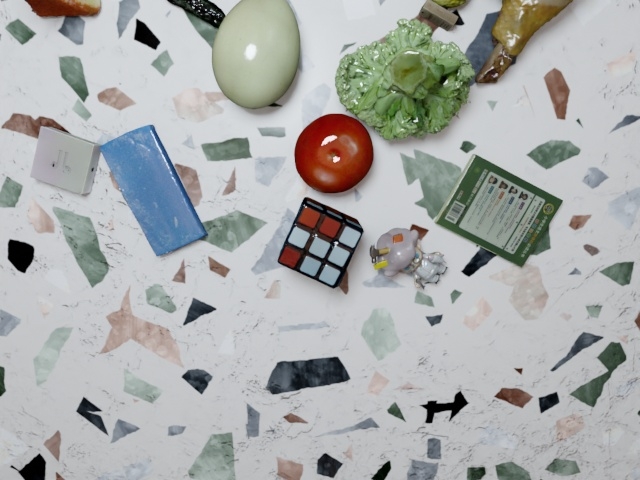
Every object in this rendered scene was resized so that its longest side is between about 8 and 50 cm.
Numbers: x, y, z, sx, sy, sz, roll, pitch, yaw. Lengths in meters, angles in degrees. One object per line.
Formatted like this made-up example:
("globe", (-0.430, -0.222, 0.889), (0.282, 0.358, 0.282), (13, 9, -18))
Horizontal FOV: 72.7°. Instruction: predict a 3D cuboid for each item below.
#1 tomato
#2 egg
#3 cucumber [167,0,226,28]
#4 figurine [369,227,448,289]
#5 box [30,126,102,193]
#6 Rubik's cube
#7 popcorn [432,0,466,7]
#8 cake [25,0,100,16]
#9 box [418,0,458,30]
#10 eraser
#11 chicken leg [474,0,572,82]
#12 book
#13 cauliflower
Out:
("tomato", (0.032, -0.206, 1.041), (0.196, 0.136, 0.194), (0, 103, -1))
("egg", (-0.139, -0.421, 0.968), (0.189, 0.188, 0.253), (20, 98, -4))
("cucumber", (-0.289, -0.551, 1.014), (0.182, 0.053, 0.053), (27, 100, -8))
("figurine", (0.222, 0.040, 1.113), (0.229, 0.112, 0.137), (26, 109, -19))
("box", (-0.631, -0.198, 1.082), (0.130, 0.051, 0.129), (19, 101, -4))
("Rubik's cube", (0.000, 0.000, 1.072), (0.163, 0.160, 0.162), (26, 100, -6))
("popcorn", (0.288, -0.590, 0.984), (0.107, 0.121, 0.115), (-11, 62, 33))
("cake", (-0.563, -0.575, 0.913), (0.160, 0.262, 0.158), (-8, 107, -18))
("box", (0.274, -0.526, 1.017), (0.083, 0.053, 0.024), (29, 100, -7))
("eraser", (-0.420, -0.124, 1.103), (0.144, 0.042, 0.311), (-22, 101, 5))
("chicken leg", (0.428, -0.557, 0.957), (0.296, 0.181, 0.409), (14, 119, -21))
("book", (0.459, -0.075, 1.127), (0.265, 0.027, 0.201), (26, 100, -5))
("cauliflower", (0.193, -0.348, 0.954), (0.275, 0.250, 0.272), (-40, 97, 8))
